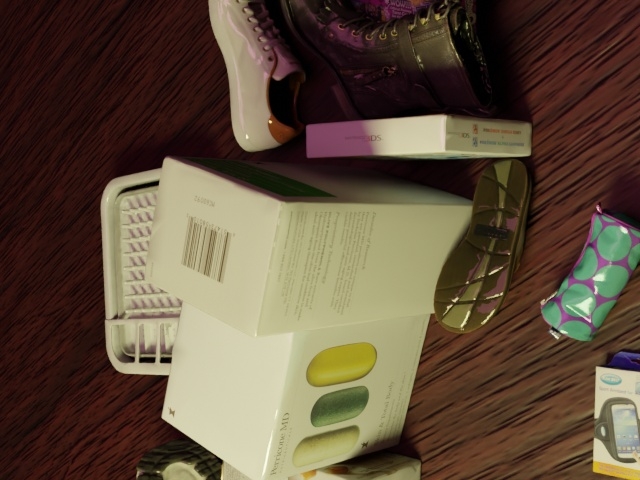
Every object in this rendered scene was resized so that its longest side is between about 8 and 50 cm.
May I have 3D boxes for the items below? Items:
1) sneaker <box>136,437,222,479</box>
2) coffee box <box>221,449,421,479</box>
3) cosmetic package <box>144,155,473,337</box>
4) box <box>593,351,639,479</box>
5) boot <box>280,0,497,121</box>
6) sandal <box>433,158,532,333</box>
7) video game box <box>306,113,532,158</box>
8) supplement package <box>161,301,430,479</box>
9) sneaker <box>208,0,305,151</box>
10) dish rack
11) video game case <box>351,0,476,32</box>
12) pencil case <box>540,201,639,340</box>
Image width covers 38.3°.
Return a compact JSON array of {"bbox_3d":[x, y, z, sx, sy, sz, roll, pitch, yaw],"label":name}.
[{"bbox_3d":[-0.133,0.497,1.408,0.410,0.158,0.182,50,152,28],"label":"sneaker"},{"bbox_3d":[-0.004,0.332,1.252,0.246,0.141,0.098,4,93,42],"label":"coffee box"},{"bbox_3d":[0.000,0.000,1.093,0.197,0.365,0.155,21,106,37],"label":"cosmetic package"},{"bbox_3d":[0.343,0.193,1.012,0.081,0.028,0.136,2,94,42],"label":"box"},{"bbox_3d":[0.086,-0.254,1.112,0.229,0.091,0.263,-6,122,52],"label":"boot"},{"bbox_3d":[0.206,0.010,1.119,0.090,0.060,0.219,14,85,35],"label":"sandal"},{"bbox_3d":[0.118,-0.120,1.105,0.205,0.187,0.048,2,92,43],"label":"video game box"},{"bbox_3d":[-0.030,0.160,1.190,0.198,0.262,0.199,22,106,40],"label":"supplement package"},{"bbox_3d":[-0.077,-0.282,1.346,0.123,0.106,0.290,-8,96,38],"label":"sneaker"},{"bbox_3d":[-0.250,0.051,1.519,0.285,0.072,0.333,-6,86,43],"label":"dish rack"},{"bbox_3d":[0.095,-0.305,1.168,0.232,0.041,0.210,23,131,40],"label":"video game case"},{"bbox_3d":[0.303,0.039,1.021,0.070,0.064,0.152,29,111,12],"label":"pencil case"}]
